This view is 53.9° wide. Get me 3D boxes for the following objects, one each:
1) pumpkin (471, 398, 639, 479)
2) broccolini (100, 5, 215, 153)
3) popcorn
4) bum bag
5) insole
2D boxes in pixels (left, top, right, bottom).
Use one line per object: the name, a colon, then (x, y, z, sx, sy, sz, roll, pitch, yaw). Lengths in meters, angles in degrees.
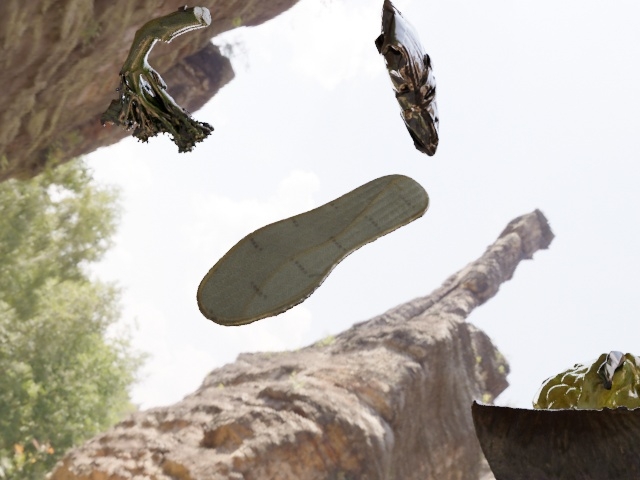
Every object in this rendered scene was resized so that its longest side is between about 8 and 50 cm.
pumpkin: (0.300, 0.212, 0.582, 0.278, 0.111, 0.163, 16, -30, -13)
broccolini: (-0.149, -0.156, 0.661, 0.271, 0.123, 0.062, -26, -124, 60)
popcorn: (0.468, 0.322, 1.038, 0.237, 0.293, 0.293, -23, -85, 59)
bum bag: (0.174, -0.306, 1.195, 0.095, 0.144, 0.340, -12, -35, 18)
insole: (0.000, 0.000, 0.775, 0.119, 0.348, 0.009, 47, -30, 27)
